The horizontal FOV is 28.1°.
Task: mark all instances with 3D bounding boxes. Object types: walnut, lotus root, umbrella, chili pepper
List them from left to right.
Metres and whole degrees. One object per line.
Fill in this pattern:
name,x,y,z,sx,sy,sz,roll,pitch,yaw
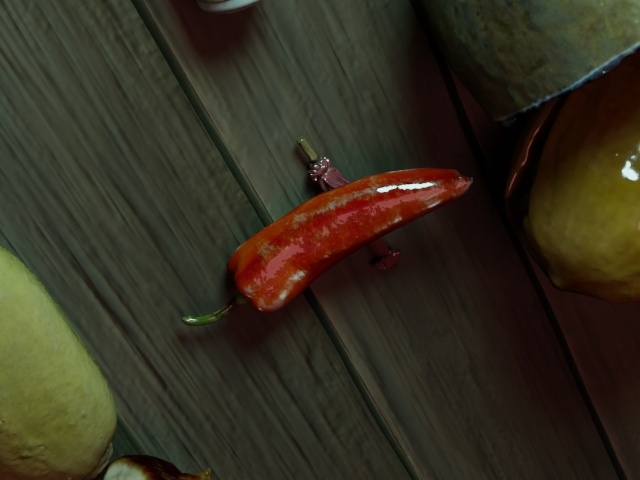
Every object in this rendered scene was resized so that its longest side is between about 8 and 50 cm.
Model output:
lotus root,-0.258,0.094,0.974,0.146,0.131,0.303,-37,122,-7
chili pepper,0.000,0.000,1.076,0.272,0.063,0.071,-30,127,7
umbrella,0.025,-0.029,1.113,0.027,0.025,0.165,-54,127,-21
lotus root,0.202,-0.229,0.985,0.272,0.272,0.192,-36,88,-6
walnut,0.304,-0.092,1.107,0.336,0.209,0.209,-49,122,2

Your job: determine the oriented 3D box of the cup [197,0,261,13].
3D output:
cup,-0.061,-0.229,0.948,0.102,0.074,0.099,-13,123,12

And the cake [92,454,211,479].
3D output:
cake,-0.167,0.320,1.087,0.293,0.196,0.199,-50,124,-3
